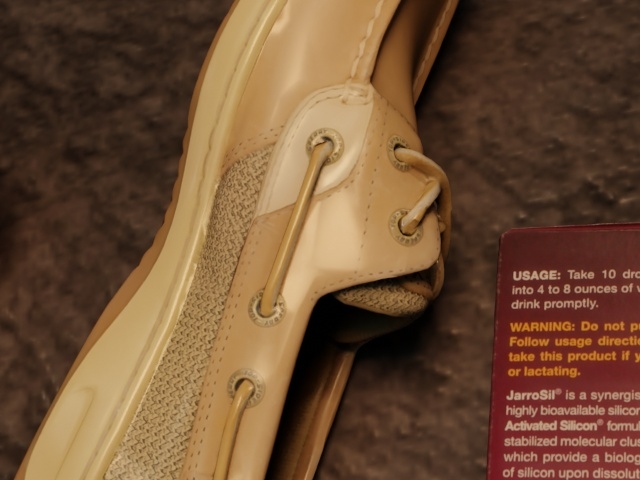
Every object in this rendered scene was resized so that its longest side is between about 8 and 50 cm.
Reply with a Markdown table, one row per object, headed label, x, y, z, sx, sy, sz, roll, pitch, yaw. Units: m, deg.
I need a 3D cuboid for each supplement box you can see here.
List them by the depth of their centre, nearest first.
| label | x | y | z | sx | sy | sz | roll | pitch | yaw |
| --- | --- | --- | --- | --- | --- | --- | --- | --- | --- |
| supplement box | 0.095 | 0.100 | 0.464 | 0.080 | 0.104 | 0.188 | -2 | 64 | 16 |

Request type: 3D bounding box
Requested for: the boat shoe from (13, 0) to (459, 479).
| label | x | y | z | sx | sy | sz | roll | pitch | yaw |
| --- | --- | --- | --- | --- | --- | --- | --- | --- | --- |
| boat shoe | 0.000 | 0.000 | 0.548 | 0.098 | 0.109 | 0.302 | 22 | 78 | 20 |
